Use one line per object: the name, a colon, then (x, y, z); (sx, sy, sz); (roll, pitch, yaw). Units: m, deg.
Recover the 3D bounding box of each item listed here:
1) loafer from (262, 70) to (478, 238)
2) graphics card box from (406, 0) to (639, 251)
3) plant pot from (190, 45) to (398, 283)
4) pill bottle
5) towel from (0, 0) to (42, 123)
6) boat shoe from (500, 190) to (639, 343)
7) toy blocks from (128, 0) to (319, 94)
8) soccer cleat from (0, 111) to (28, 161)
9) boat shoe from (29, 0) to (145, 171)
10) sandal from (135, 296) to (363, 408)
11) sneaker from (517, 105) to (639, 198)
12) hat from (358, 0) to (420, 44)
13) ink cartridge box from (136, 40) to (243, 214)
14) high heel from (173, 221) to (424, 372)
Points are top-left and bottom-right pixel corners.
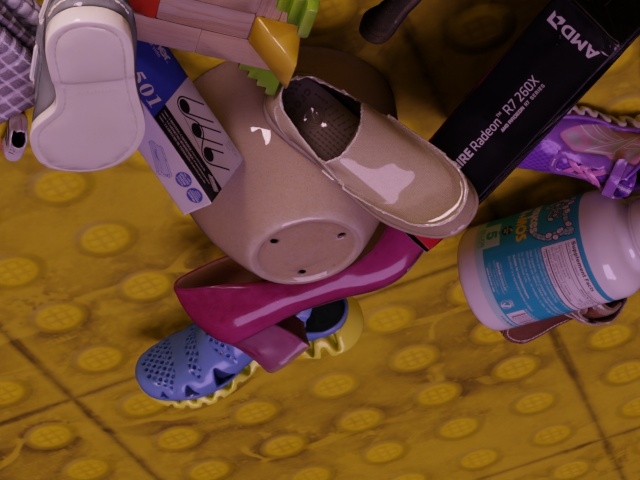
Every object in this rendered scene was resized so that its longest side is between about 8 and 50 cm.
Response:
loafer: (0.047, -0.092, 1.876); (0.102, 0.268, 0.092); (-58, 172, 0)
graphics card box: (0.236, -0.167, 1.951); (0.233, 0.094, 0.371); (-41, 175, -48)
plant pot: (-0.032, -0.062, 2.037); (0.284, 0.191, 0.284); (-9, 146, -6)
pill bottle: (0.322, 0.020, 2.269); (0.264, 0.146, 0.146); (-17, 147, 28)
towel: (-0.433, -0.181, 1.796); (0.284, 0.121, 0.235); (-25, 145, 17)
boat shoe: (0.362, 0.058, 2.402); (0.123, 0.116, 0.324); (14, 137, -34)
toy blocks: (-0.127, -0.302, 1.693); (0.261, 0.190, 0.381); (12, 152, -9)
soccer cleat: (-0.349, -0.113, 1.996); (0.029, 0.035, 0.083); (0, 143, -19)
boat shoe: (-0.234, -0.170, 1.753); (0.116, 0.099, 0.319); (-1, 155, -10)
sandal: (-0.108, 0.119, 2.347); (0.317, 0.126, 0.138); (-24, 141, 2)
sneaker: (0.348, -0.102, 2.180); (0.236, 0.104, 0.095); (1, 145, -18)
hat: (0.125, -0.345, 1.694); (0.134, 0.331, 0.331); (46, 122, -10)
ink cartridge box: (-0.170, -0.139, 1.873); (0.046, 0.097, 0.207); (-22, 112, 33)
high heel: (0.000, 0.000, 2.180); (0.377, 0.127, 0.181); (-45, 120, 8)
